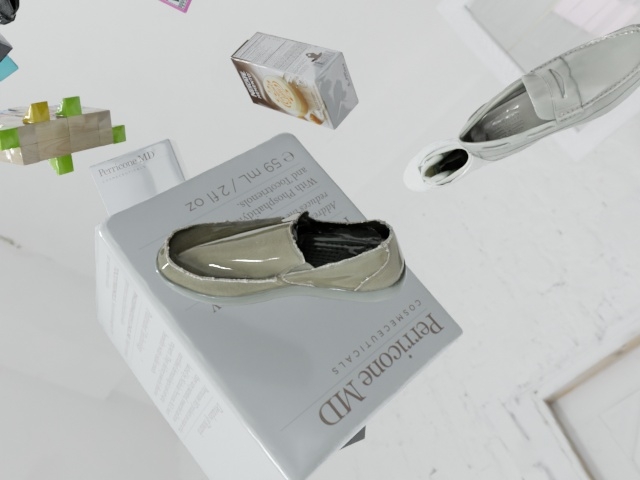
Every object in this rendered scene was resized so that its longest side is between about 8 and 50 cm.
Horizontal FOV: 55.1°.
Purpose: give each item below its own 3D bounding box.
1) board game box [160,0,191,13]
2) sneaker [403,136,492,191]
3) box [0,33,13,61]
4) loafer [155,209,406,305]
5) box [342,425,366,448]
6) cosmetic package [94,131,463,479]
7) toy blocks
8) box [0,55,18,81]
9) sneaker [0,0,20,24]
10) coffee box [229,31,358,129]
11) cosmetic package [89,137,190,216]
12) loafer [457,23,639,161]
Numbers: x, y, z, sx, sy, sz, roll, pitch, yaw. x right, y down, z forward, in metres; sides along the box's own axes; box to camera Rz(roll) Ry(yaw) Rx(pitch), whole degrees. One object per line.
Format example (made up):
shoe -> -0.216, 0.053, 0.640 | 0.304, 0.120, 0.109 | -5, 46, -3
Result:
board game box -> -0.301, -0.517, 0.922 | 0.304, 0.224, 0.097 | 22, -131, -20
sneaker -> 0.251, -0.165, 1.344 | 0.169, 0.293, 0.108 | -23, -91, -38
box -> -0.585, -0.299, 0.919 | 0.158, 0.156, 0.093 | 47, -173, 4
loafer -> -0.038, 0.005, 0.606 | 0.087, 0.251, 0.094 | 92, 176, -48
box -> -0.026, 0.319, 1.342 | 0.261, 0.184, 0.103 | 9, -171, 41
cosmetic package -> -0.085, 0.126, 0.913 | 0.329, 0.327, 0.393 | -33, -103, -32
toy blocks -> -0.758, -0.294, 1.636 | 0.261, 0.190, 0.381 | 12, -156, 27
box -> -0.839, -0.500, 1.473 | 0.244, 0.060, 0.100 | 54, 169, -29
sneaker -> -0.638, -0.510, 1.142 | 0.079, 0.121, 0.216 | -79, -26, -56
coffee box -> -0.056, -0.345, 1.317 | 0.247, 0.098, 0.141 | 25, 156, 34
cosmetic package -> -0.434, -0.033, 1.713 | 0.161, 0.230, 0.453 | -133, 22, -80
loafer -> 0.358, -0.220, 0.949 | 0.112, 0.319, 0.112 | -3, -114, -48
